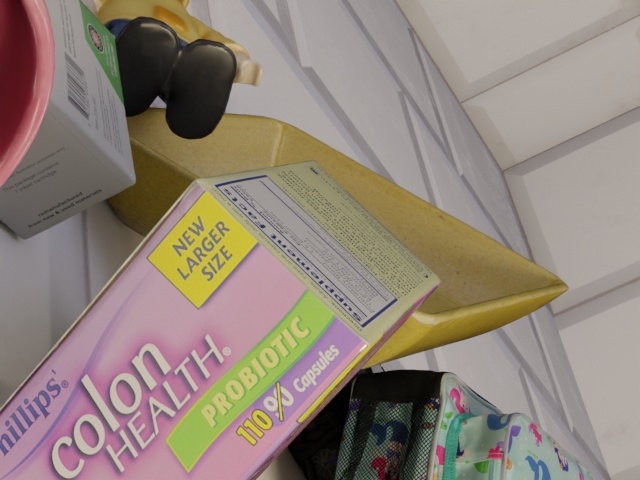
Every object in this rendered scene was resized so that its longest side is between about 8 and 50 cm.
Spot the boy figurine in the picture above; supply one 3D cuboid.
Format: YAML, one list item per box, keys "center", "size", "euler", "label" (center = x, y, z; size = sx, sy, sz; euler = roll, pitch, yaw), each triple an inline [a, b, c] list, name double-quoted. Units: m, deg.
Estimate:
- center: [-0.132, -0.174, 1.140]
  size: [0.177, 0.092, 0.285]
  euler: [19, 22, -17]
  label: "boy figurine"

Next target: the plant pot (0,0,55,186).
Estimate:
- center: [-0.238, -0.108, 0.581]
  size: [0.180, 0.201, 0.201]
  euler: [55, 6, 36]
  label: "plant pot"

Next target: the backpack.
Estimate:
- center: [0.103, 0.252, 1.086]
  size: [0.225, 0.191, 0.253]
  euler: [41, 59, -46]
  label: "backpack"

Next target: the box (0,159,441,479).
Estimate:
- center: [-0.058, 0.074, 0.774]
  size: [0.117, 0.213, 0.243]
  euler: [44, 13, 6]
  label: "box"

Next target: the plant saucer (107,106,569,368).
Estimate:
- center: [0.000, 0.000, 1.103]
  size: [0.333, 0.081, 0.333]
  euler: [31, 16, 23]
  label: "plant saucer"

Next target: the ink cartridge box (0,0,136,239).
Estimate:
- center: [-0.216, -0.127, 0.849]
  size: [0.212, 0.093, 0.154]
  euler: [51, 19, -47]
  label: "ink cartridge box"

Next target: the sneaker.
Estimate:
- center: [0.009, 0.147, 1.173]
  size: [0.283, 0.107, 0.124]
  euler: [50, 27, -45]
  label: "sneaker"
